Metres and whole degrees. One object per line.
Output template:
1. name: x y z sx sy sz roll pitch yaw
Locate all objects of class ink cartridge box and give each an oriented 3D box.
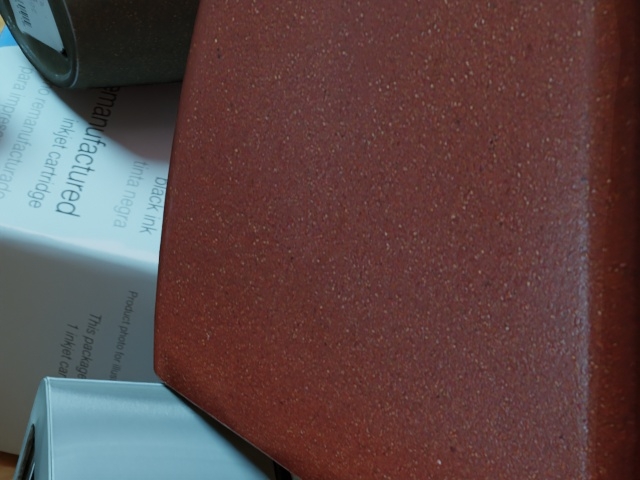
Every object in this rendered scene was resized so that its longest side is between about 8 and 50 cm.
1. ink cartridge box: 0.000 0.000 0.797 0.395 0.166 0.285 14 40 -5

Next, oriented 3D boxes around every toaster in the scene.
1. toaster: -0.071 0.159 0.572 0.110 0.185 0.168 7 41 -19

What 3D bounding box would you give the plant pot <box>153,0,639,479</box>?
1. plant pot: 0.103 -0.050 0.515 0.267 0.235 0.267 -22 32 -32

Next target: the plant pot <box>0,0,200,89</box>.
1. plant pot: -0.051 -0.170 0.710 0.230 0.215 0.215 -28 56 -22
